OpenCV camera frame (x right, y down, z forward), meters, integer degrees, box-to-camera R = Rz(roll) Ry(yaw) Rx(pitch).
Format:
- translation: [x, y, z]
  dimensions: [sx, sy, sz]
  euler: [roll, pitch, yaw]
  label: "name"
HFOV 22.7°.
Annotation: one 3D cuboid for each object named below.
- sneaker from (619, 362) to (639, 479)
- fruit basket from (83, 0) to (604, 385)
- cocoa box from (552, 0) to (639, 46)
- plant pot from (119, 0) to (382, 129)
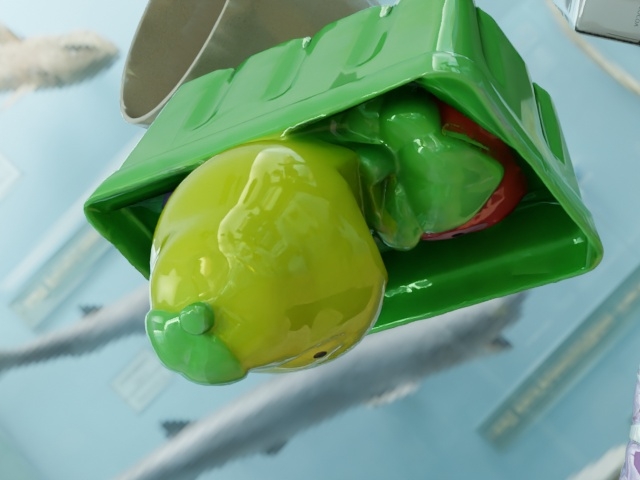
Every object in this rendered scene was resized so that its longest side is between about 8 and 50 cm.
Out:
- translation: [0.279, 0.179, 1.134]
  dimensions: [0.282, 0.102, 0.161]
  euler: [-81, 5, -84]
  label: "sneaker"
- translation: [0.000, 0.000, 1.228]
  dimensions: [0.392, 0.283, 0.392]
  euler: [-26, 39, 23]
  label: "fruit basket"
- translation: [0.375, -0.351, 1.479]
  dimensions: [0.231, 0.228, 0.347]
  euler: [-82, 5, -75]
  label: "cocoa box"
- translation: [-0.021, -0.179, 1.606]
  dimensions: [0.256, 0.274, 0.256]
  euler: [-46, 30, 37]
  label: "plant pot"
